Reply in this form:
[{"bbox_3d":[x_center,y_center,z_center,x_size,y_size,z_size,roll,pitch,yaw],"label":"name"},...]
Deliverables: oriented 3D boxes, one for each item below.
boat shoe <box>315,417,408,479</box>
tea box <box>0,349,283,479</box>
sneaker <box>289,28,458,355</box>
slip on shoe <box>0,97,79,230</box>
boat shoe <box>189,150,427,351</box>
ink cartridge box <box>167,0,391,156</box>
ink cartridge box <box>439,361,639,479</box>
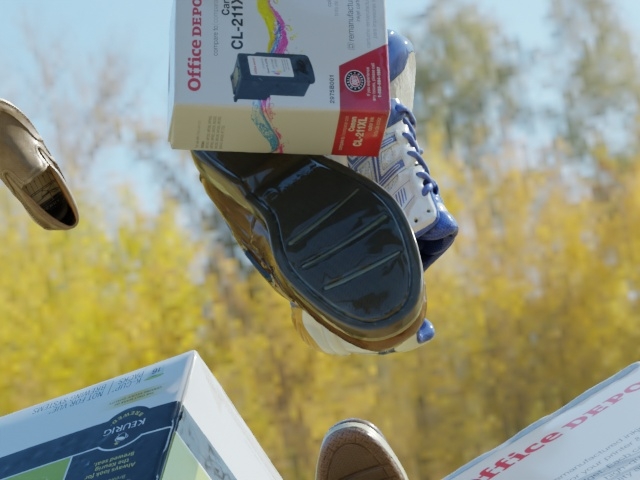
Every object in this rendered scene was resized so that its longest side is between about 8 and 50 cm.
[{"bbox_3d":[0.054,0.279,2.011,0.095,0.257,0.095,-12,27,7],"label":"boat shoe"},{"bbox_3d":[-0.221,0.313,1.719,0.329,0.220,0.323,-20,29,22],"label":"tea box"},{"bbox_3d":[0.068,-0.040,1.745,0.131,0.296,0.112,5,-9,24],"label":"sneaker"},{"bbox_3d":[-0.241,-0.061,1.615,0.051,0.135,0.041,-38,32,-17],"label":"slip on shoe"},{"bbox_3d":[0.000,0.000,1.619,0.110,0.307,0.104,-27,-45,-11],"label":"boat shoe"},{"bbox_3d":[-0.036,-0.141,1.612,0.175,0.127,0.072,2,-27,-6],"label":"ink cartridge box"},{"bbox_3d":[0.229,0.184,1.174,0.223,0.129,0.307,-28,14,-22],"label":"ink cartridge box"}]
